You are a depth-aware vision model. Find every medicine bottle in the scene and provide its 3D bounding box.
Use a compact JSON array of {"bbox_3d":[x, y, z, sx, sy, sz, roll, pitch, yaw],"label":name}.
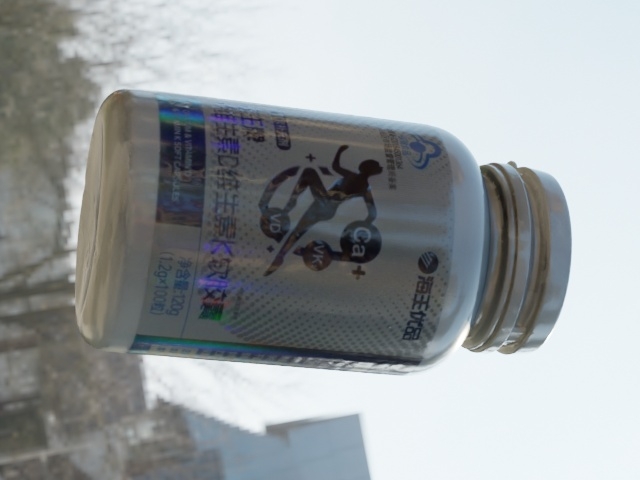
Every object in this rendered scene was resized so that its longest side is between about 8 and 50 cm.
[{"bbox_3d":[0.000,0.000,0.614,0.107,0.192,0.107,-174,-90,-76],"label":"medicine bottle"}]
